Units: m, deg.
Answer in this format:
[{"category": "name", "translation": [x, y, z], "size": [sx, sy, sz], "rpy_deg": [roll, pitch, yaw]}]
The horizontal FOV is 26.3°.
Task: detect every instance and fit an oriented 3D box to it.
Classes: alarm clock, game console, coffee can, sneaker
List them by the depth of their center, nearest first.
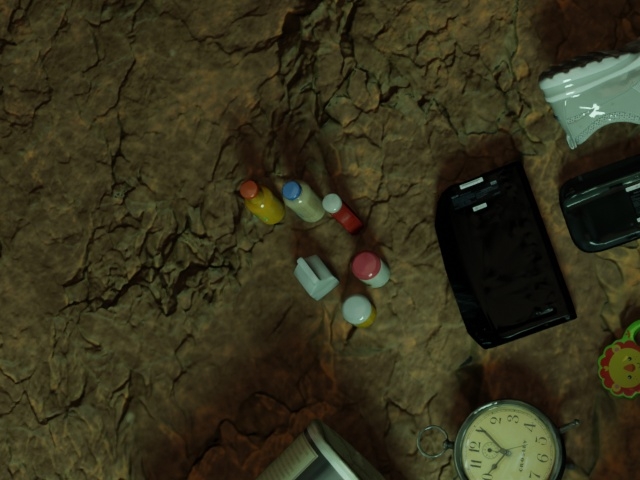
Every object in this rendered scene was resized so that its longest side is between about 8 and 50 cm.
[{"category": "coffee can", "translation": [-0.035, 0.377, 1.614], "size": [0.275, 0.201, 0.201], "rpy_deg": [-45, 68, 1]}, {"category": "alarm clock", "translation": [0.210, 0.255, 1.646], "size": [0.192, 0.064, 0.129], "rpy_deg": [8, 78, 17]}, {"category": "game console", "translation": [0.327, -0.016, 1.697], "size": [0.361, 0.044, 0.213], "rpy_deg": [-20, 72, 12]}, {"category": "sneaker", "translation": [0.419, -0.198, 1.707], "size": [0.281, 0.105, 0.115], "rpy_deg": [-16, 105, 8]}]

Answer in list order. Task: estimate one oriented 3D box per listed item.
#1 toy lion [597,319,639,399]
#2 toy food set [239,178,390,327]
[{"category": "toy lion", "translation": [0.383, 0.142, 1.644], "size": [0.096, 0.034, 0.100], "rpy_deg": [4, 76, 26]}, {"category": "toy food set", "translation": [0.000, 0.000, 1.758], "size": [0.111, 0.104, 0.232], "rpy_deg": [-38, 68, 4]}]
